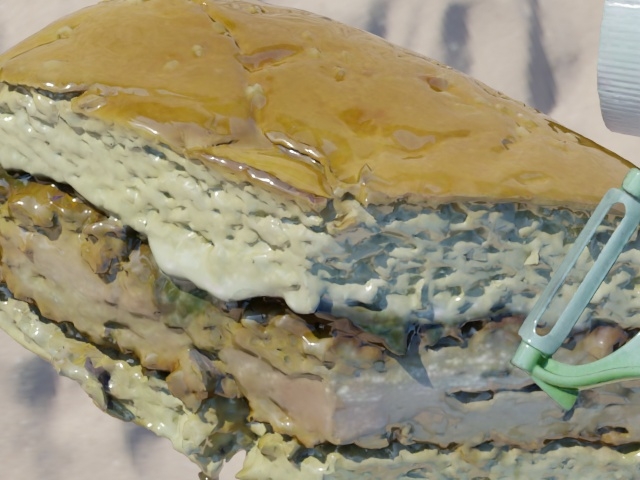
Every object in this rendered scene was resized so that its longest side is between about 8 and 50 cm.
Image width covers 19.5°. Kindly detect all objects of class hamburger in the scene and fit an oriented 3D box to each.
[{"bbox_3d":[0.000,0.000,0.732,0.282,0.245,0.155,-6,130,-19],"label":"hamburger"}]

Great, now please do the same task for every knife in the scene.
[{"bbox_3d":[0.139,0.046,0.519,0.166,0.022,0.078,32,97,17],"label":"knife"}]

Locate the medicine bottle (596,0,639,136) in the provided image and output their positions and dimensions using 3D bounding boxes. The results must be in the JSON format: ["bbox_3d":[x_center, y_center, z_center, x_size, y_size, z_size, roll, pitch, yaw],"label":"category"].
[{"bbox_3d":[0.267,-0.100,0.951,0.139,0.225,0.139,10,90,-69],"label":"medicine bottle"}]
